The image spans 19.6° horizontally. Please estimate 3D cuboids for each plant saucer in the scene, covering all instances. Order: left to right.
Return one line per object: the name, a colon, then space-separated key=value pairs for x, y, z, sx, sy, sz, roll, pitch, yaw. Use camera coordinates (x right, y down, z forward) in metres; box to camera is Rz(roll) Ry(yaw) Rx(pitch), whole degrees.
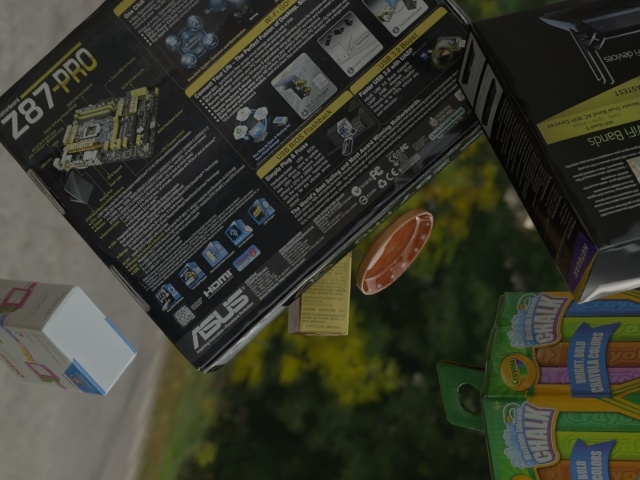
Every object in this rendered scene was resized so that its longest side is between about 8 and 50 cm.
plant saucer: x=0.058 y=0.007 z=1.484 sx=0.083 sy=0.013 sz=0.083 roll=-40 pitch=157 yaw=-21

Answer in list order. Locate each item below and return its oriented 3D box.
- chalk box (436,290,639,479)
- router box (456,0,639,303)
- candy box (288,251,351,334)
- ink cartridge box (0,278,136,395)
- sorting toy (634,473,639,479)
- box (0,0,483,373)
chalk box: x=0.266 y=0.174 z=1.961 sx=0.179 sy=0.289 sz=0.180 roll=-72 pitch=154 yaw=-51
router box: x=0.302 y=-0.101 z=1.521 sx=0.081 sy=0.309 sz=0.243 roll=99 pitch=-28 yaw=-54
candy box: x=0.000 y=0.000 z=1.822 sx=0.109 sy=0.053 sz=0.186 roll=149 pitch=-55 yaw=-82
ink cartridge box: x=-0.227 y=0.080 z=1.544 sx=0.122 sy=0.088 sz=0.052 roll=4 pitch=-129 yaw=48
sorting toy: x=0.388 y=0.252 z=1.545 sx=0.257 sy=0.255 sz=0.089 roll=-44 pitch=-155 yaw=-25
box: x=-0.060 y=-0.123 z=1.680 sx=0.395 sy=0.318 sz=0.097 roll=-43 pitch=175 yaw=3
